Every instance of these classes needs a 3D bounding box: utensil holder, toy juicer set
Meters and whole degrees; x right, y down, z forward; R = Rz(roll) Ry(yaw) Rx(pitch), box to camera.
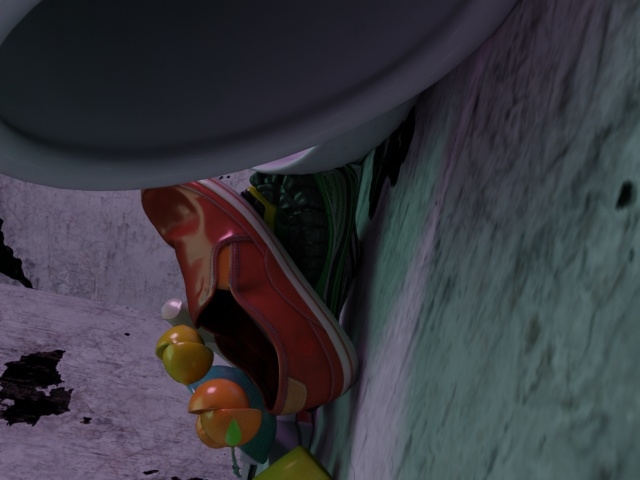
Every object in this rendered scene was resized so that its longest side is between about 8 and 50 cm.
[{"bbox_3d":[-0.096,-0.271,0.460,0.327,0.327,0.386,120,132,-75],"label":"utensil holder"},{"bbox_3d":[-0.124,0.171,0.843,0.089,0.209,0.329,-43,28,-5],"label":"toy juicer set"}]

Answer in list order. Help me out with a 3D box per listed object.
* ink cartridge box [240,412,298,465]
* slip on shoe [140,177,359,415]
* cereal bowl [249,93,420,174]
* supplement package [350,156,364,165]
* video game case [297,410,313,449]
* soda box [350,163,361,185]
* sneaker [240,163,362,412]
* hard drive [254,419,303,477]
[{"bbox_3d":[-0.069,0.241,1.052,0.150,0.063,0.109,110,170,-56],"label":"ink cartridge box"},{"bbox_3d":[-0.098,0.043,0.784,0.331,0.101,0.123,49,140,22],"label":"slip on shoe"},{"bbox_3d":[0.009,-0.228,0.732,0.339,0.141,0.339,-3,87,55],"label":"cereal bowl"},{"bbox_3d":[-0.009,-0.210,1.020,0.293,0.175,0.178,132,147,-80],"label":"supplement package"},{"bbox_3d":[-0.047,0.310,1.163,0.285,0.025,0.204,-103,25,-76],"label":"video game case"},{"bbox_3d":[0.000,0.000,1.039,0.069,0.073,0.216,124,156,-77],"label":"soda box"},{"bbox_3d":[-0.006,0.058,0.891,0.146,0.134,0.344,-30,-43,-45],"label":"sneaker"},{"bbox_3d":[-0.072,0.430,0.929,0.233,0.047,0.353,-99,19,-55],"label":"hard drive"}]
